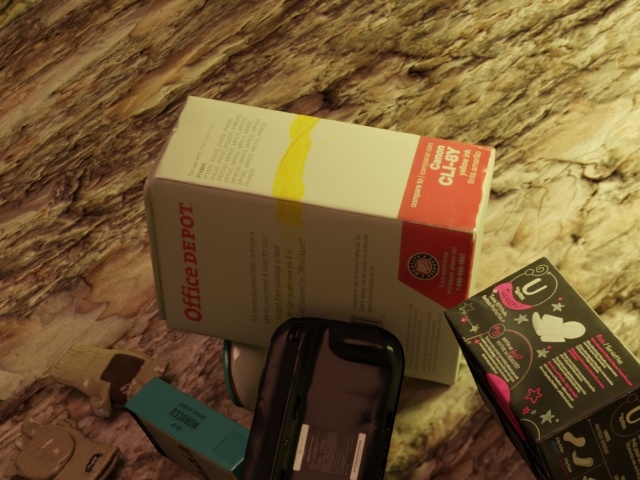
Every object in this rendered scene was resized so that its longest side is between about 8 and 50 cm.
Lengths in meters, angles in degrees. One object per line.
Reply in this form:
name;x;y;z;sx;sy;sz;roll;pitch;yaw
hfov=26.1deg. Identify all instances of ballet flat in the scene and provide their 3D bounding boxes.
ballet flat;-0.053;0.067;1.902;0.139;0.139;0.400;-19;33;16

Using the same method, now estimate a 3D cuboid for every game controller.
game controller;-0.005;0.244;1.598;0.166;0.067;0.319;10;73;10

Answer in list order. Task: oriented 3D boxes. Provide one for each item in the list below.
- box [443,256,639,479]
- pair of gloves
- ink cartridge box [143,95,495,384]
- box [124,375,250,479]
box;0.265;0.164;1.509;0.142;0.163;0.247;-28;35;-2
pair of gloves;-0.327;0.248;1.949;0.204;0.042;0.240;3;49;34
ink cartridge box;0.000;0.000;1.683;0.384;0.279;0.160;10;48;8
box;-0.142;0.259;1.748;0.060;0.100;0.244;-44;38;-21
